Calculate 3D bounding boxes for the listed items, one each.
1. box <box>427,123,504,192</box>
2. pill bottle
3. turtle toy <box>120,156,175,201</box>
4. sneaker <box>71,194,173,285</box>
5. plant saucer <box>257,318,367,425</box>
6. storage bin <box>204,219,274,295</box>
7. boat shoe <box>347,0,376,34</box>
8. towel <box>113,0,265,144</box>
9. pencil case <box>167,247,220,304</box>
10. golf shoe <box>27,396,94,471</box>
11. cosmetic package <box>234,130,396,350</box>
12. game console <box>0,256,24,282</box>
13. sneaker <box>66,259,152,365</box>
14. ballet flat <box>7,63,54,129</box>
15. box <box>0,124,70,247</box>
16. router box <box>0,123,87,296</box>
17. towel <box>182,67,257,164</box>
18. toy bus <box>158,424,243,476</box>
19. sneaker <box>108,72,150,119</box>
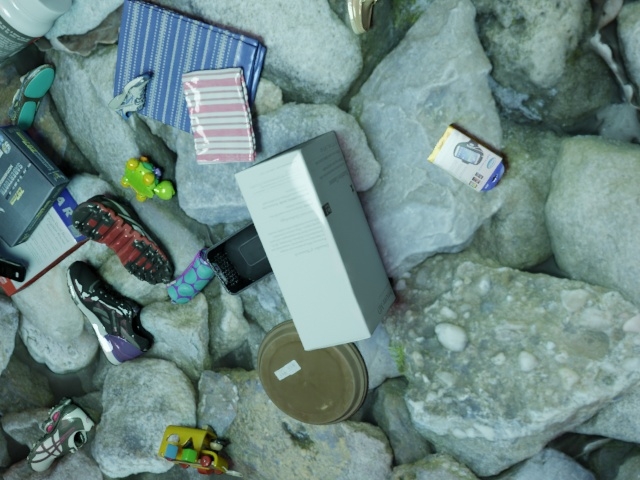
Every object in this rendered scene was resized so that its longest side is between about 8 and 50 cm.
[{"bbox_3d":[0.285,-0.155,1.292,0.136,0.028,0.081,33,116,5],"label":"box"},{"bbox_3d":[-0.694,-0.498,1.469,0.283,0.161,0.161,-19,100,25],"label":"pill bottle"},{"bbox_3d":[-0.393,-0.138,1.528,0.130,0.066,0.095,42,140,0],"label":"turtle toy"},{"bbox_3d":[-0.453,-0.009,1.581,0.097,0.135,0.276,-40,114,15],"label":"sneaker"},{"bbox_3d":[-0.027,0.315,1.560,0.277,0.041,0.278,7,110,19],"label":"plant saucer"},{"bbox_3d":[-0.150,0.026,1.484,0.180,0.084,0.122,-31,95,26],"label":"storage bin"},{"bbox_3d":[0.087,-0.469,1.239,0.059,0.063,0.170,8,110,24],"label":"boat shoe"},{"bbox_3d":[-0.290,-0.358,1.440,0.335,0.040,0.243,23,116,14],"label":"towel"},{"bbox_3d":[-0.298,0.085,1.568,0.070,0.065,0.151,30,120,-30],"label":"pencil case"},{"bbox_3d":[-0.732,0.571,1.877,0.120,0.105,0.273,32,116,0],"label":"golf shoe"},{"bbox_3d":[0.000,0.000,1.348,0.156,0.217,0.385,-18,102,25],"label":"cosmetic package"},{"bbox_3d":[-0.766,0.040,1.635,0.107,0.071,0.122,21,152,-15],"label":"game console"},{"bbox_3d":[-0.515,0.163,1.673,0.124,0.107,0.283,-24,102,11],"label":"sneaker"},{"bbox_3d":[-0.688,-0.348,1.574,0.070,0.070,0.188,40,113,4],"label":"ballet flat"},{"bbox_3d":[-0.716,-0.123,1.566,0.183,0.059,0.232,47,117,0],"label":"box"},{"bbox_3d":[-0.770,-0.074,1.683,0.301,0.082,0.335,-32,94,26],"label":"router box"},{"bbox_3d":[-0.213,-0.258,1.406,0.144,0.029,0.197,0,109,23],"label":"towel"},{"bbox_3d":[-0.304,0.524,1.698,0.202,0.104,0.191,24,151,-21],"label":"toy bus"},{"bbox_3d":[-0.403,-0.313,1.461,0.135,0.052,0.058,-33,105,37],"label":"sneaker"}]
